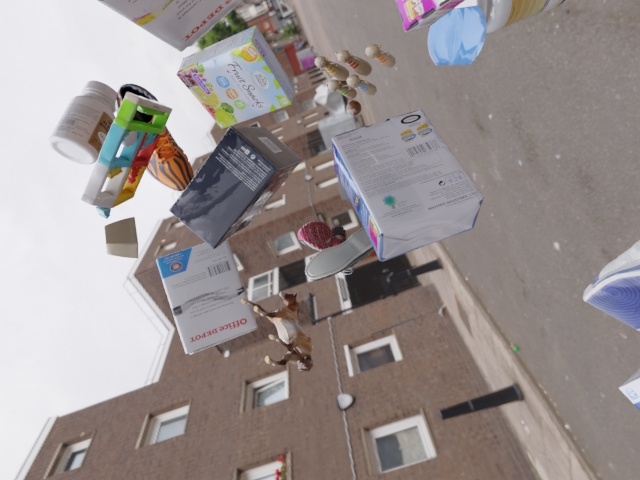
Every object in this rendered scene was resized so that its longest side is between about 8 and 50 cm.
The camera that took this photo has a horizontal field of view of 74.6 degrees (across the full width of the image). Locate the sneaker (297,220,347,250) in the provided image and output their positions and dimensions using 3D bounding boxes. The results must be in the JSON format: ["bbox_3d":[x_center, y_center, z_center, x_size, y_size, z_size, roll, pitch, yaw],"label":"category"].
[{"bbox_3d":[0.000,0.000,1.675,0.299,0.112,0.120,11,-113,-59],"label":"sneaker"}]

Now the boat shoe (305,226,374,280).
[{"bbox_3d":[0.070,0.048,1.259,0.095,0.254,0.079,45,163,31],"label":"boat shoe"}]

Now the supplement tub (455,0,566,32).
[{"bbox_3d":[0.545,-0.746,1.210,0.228,0.316,0.228,158,90,-89],"label":"supplement tub"}]

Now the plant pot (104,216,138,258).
[{"bbox_3d":[-0.668,-0.005,1.408,0.109,0.096,0.109,-55,48,53],"label":"plant pot"}]

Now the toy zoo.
[{"bbox_3d":[-0.441,-0.183,0.954,0.030,0.293,0.192,28,-169,-4],"label":"toy zoo"}]

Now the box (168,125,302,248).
[{"bbox_3d":[-0.248,-0.180,1.320,0.179,0.312,0.343,42,-162,-3],"label":"box"}]

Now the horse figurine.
[{"bbox_3d":[-0.080,0.216,0.986,0.174,0.066,0.263,26,-159,-46],"label":"horse figurine"}]

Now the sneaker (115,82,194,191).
[{"bbox_3d":[-0.459,-0.278,1.157,0.321,0.125,0.180,57,163,-17],"label":"sneaker"}]

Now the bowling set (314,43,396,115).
[{"bbox_3d":[0.108,-0.551,1.455,0.154,0.287,0.199,9,-94,-43],"label":"bowling set"}]

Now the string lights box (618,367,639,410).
[{"bbox_3d":[0.690,0.335,0.741,0.259,0.133,0.076,56,145,27],"label":"string lights box"}]

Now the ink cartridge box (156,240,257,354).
[{"bbox_3d":[-0.450,0.223,1.695,0.166,0.286,0.394,121,130,-74],"label":"ink cartridge box"}]

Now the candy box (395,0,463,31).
[{"bbox_3d":[0.231,-0.527,0.789,0.233,0.071,0.159,-3,109,64],"label":"candy box"}]

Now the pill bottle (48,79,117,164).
[{"bbox_3d":[-0.689,-0.353,1.246,0.131,0.131,0.229,58,-140,-59],"label":"pill bottle"}]

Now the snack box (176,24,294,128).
[{"bbox_3d":[-0.192,-0.369,0.975,0.174,0.207,0.070,49,-144,-48],"label":"snack box"}]

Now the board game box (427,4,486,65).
[{"bbox_3d":[0.357,-0.524,1.085,0.169,0.033,0.133,22,120,45],"label":"board game box"}]

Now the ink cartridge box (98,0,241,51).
[{"bbox_3d":[-0.179,-0.363,0.491,0.117,0.201,0.278,53,-170,-6],"label":"ink cartridge box"}]

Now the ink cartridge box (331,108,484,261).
[{"bbox_3d":[0.200,-0.176,1.108,0.151,0.270,0.395,82,167,-60],"label":"ink cartridge box"}]

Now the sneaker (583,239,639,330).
[{"bbox_3d":[0.577,-0.003,0.657,0.127,0.182,0.315,35,140,17],"label":"sneaker"}]
